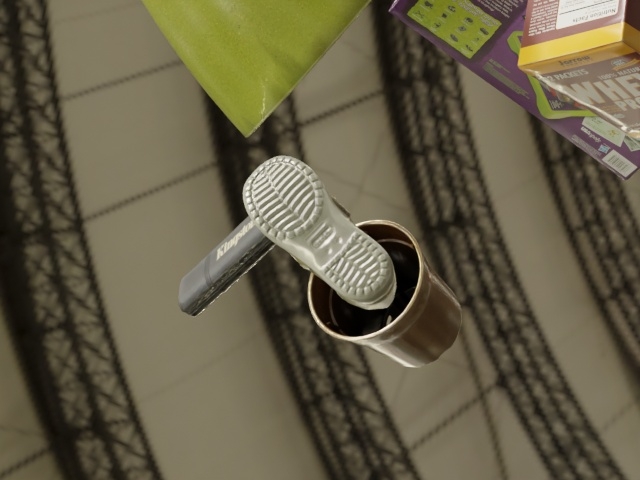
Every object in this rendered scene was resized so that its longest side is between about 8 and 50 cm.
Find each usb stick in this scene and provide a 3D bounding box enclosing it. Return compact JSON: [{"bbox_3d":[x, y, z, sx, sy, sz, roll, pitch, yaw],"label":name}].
[{"bbox_3d":[-0.100,0.008,2.144,0.045,0.278,0.077,34,-141,-19],"label":"usb stick"}]

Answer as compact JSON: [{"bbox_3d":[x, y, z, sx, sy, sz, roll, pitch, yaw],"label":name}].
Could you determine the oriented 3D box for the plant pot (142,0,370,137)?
[{"bbox_3d":[-0.111,-0.327,2.019,0.275,0.293,0.275,-48,6,6],"label":"plant pot"}]

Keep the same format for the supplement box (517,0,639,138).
[{"bbox_3d":[0.315,-0.231,1.587,0.191,0.129,0.194,24,-111,-37],"label":"supplement box"}]

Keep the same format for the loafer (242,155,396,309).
[{"bbox_3d":[0.000,0.000,1.851,0.094,0.251,0.087,-39,-35,-3],"label":"loafer"}]

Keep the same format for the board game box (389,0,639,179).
[{"bbox_3d":[0.267,-0.224,1.809,0.056,0.347,0.208,-59,8,-31],"label":"board game box"}]

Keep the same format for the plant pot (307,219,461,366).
[{"bbox_3d":[0.095,0.082,2.121,0.165,0.167,0.167,40,-109,-51],"label":"plant pot"}]
